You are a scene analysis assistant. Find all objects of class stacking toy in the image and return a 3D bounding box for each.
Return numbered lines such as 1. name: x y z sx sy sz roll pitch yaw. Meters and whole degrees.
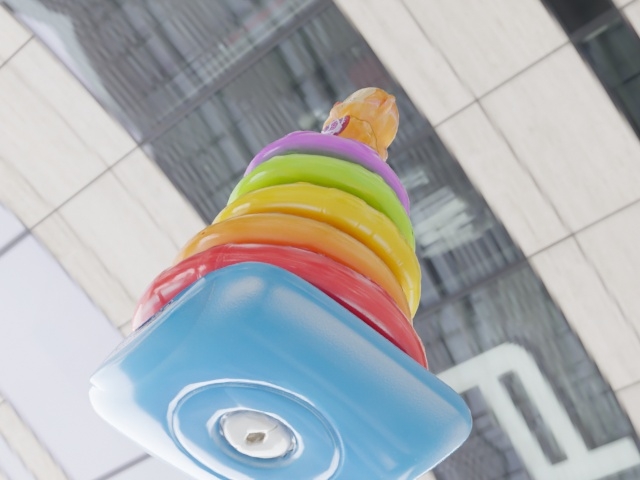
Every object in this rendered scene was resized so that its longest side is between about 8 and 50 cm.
1. stacking toy: 0.000 0.000 0.709 0.166 0.175 0.302 37 -137 -17
